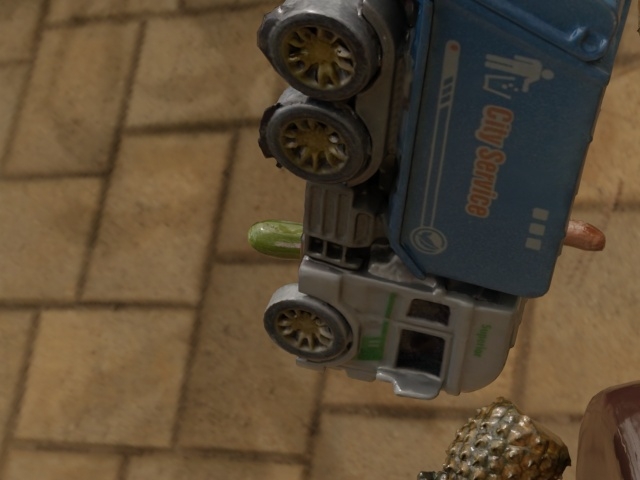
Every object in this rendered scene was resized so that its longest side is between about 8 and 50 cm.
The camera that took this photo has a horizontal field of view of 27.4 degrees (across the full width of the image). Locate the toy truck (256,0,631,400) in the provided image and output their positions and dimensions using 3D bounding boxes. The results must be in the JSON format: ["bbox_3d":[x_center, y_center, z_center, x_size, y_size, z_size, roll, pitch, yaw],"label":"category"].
[{"bbox_3d":[0.066,-0.064,0.746,0.175,0.367,0.146,17,48,11],"label":"toy truck"}]

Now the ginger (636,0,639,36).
[{"bbox_3d":[0.523,-0.300,1.517,0.256,0.375,0.176,-24,96,-2],"label":"ginger"}]

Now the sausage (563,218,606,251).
[{"bbox_3d":[0.278,-0.008,1.719,0.186,0.043,0.043,1,68,12],"label":"sausage"}]

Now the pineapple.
[{"bbox_3d":[0.146,0.279,1.397,0.251,0.125,0.125,-43,57,6],"label":"pineapple"}]

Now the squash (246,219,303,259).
[{"bbox_3d":[0.000,0.000,1.617,0.183,0.052,0.052,1,67,5],"label":"squash"}]

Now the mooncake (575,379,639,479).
[{"bbox_3d":[0.376,0.307,1.363,0.174,0.326,0.334,-3,78,-3],"label":"mooncake"}]
